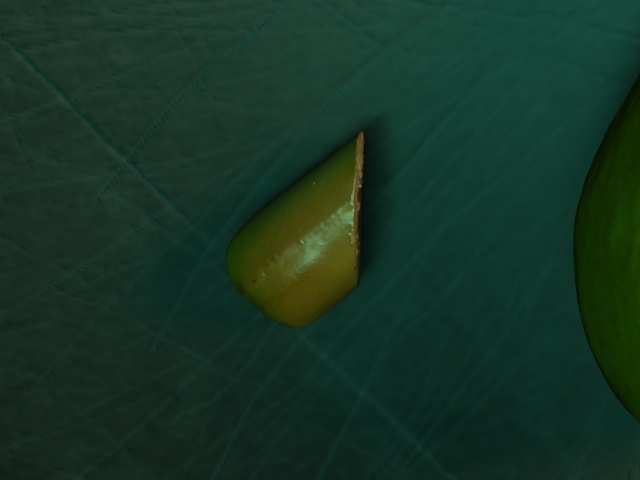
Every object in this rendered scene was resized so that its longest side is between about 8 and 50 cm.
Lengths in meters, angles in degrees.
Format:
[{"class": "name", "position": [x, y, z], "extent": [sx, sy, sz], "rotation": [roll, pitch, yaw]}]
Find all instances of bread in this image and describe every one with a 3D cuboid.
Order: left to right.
[{"class": "bread", "position": [0.001, 0.000, 0.868], "extent": [0.103, 0.049, 0.062], "rotation": [-38, 97, 25]}]

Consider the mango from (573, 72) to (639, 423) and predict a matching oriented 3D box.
[{"class": "mango", "position": [0.232, -0.040, 0.743], "extent": [0.195, 0.142, 0.331], "rotation": [27, 111, -1]}]
